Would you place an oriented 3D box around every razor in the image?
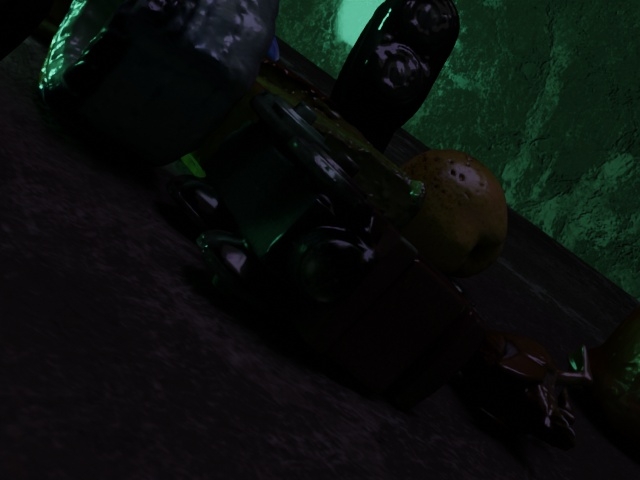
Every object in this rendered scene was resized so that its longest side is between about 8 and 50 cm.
[{"bbox_3d":[0.077,-0.203,1.626,0.114,0.204,0.349,27,-18,-3],"label":"razor"}]

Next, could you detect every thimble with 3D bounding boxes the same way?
[{"bbox_3d":[-0.149,-0.189,1.123,0.150,0.237,0.237,31,12,-28],"label":"thimble"}]

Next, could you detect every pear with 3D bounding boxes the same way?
[{"bbox_3d":[0.168,-0.031,1.601,0.178,0.178,0.178,34,11,-8],"label":"pear"}]

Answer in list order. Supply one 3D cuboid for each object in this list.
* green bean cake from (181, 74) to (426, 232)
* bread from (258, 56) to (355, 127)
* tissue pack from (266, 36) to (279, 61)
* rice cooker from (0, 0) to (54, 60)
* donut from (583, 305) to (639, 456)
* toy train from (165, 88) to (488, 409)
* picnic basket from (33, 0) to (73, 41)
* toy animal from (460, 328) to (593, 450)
[{"bbox_3d":[-0.032,-0.086,1.292,0.236,0.124,0.233,25,14,-41],"label":"green bean cake"},{"bbox_3d":[-0.087,-0.165,1.464,0.260,0.129,0.134,28,12,-41],"label":"bread"},{"bbox_3d":[-0.191,-0.326,1.623,0.263,0.146,0.198,46,10,-24],"label":"tissue pack"},{"bbox_3d":[-0.300,-0.247,0.734,0.325,0.335,0.335,35,11,3],"label":"rice cooker"},{"bbox_3d":[0.469,0.216,1.439,0.317,0.150,0.299,28,16,-32],"label":"donut"},{"bbox_3d":[0.000,0.000,1.028,0.221,0.150,0.304,41,6,-27],"label":"toy train"},{"bbox_3d":[-0.283,-0.381,1.330,0.337,0.293,0.337,46,4,-4],"label":"picnic basket"},{"bbox_3d":[0.164,0.130,1.104,0.179,0.089,0.188,14,17,-15],"label":"toy animal"}]
